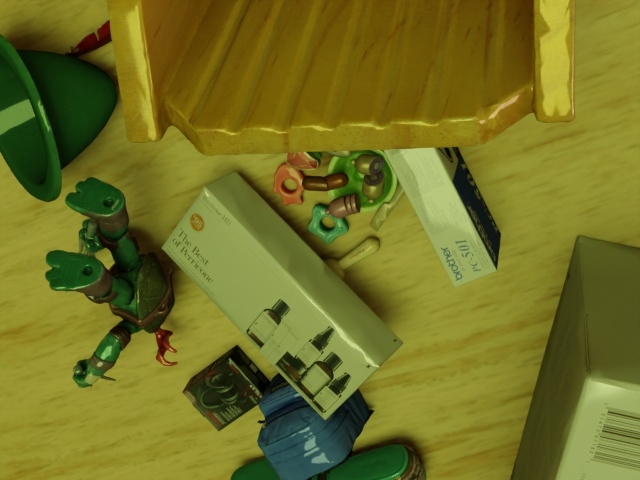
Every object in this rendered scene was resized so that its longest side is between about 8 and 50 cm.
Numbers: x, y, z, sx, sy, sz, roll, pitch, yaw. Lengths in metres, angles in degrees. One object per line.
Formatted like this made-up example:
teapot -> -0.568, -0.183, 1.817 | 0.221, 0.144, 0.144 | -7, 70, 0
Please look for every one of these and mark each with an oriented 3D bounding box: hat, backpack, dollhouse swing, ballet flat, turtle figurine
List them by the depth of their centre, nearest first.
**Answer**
dollhouse swing -> 0.015, -0.281, 0.750 | 0.346, 0.315, 0.305 | 0, 132, 13
hat -> -0.219, -0.151, 0.987 | 0.208, 0.183, 0.173 | -4, 109, 59
turtle figurine -> -0.206, 0.047, 1.003 | 0.118, 0.175, 0.234 | -8, 151, -2
backpack -> -0.017, 0.189, 1.025 | 0.098, 0.120, 0.101 | -33, 101, 23
ballet flat -> 0.010, 0.275, 1.086 | 0.221, 0.077, 0.079 | -13, 128, 17

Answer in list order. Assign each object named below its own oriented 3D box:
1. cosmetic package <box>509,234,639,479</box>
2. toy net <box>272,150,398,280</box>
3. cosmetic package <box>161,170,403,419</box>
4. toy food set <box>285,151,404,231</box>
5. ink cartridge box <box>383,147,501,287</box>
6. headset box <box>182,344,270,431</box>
cosmetic package -> 0.231, 0.223, 0.895 | 0.097, 0.284, 0.377 | 12, 114, 6
toy net -> 0.000, 0.000, 0.986 | 0.122, 0.045, 0.232 | 16, 114, 6
cosmetic package -> -0.041, 0.053, 0.971 | 0.239, 0.060, 0.099 | 45, 123, 8
toy food set -> 0.016, -0.060, 0.923 | 0.122, 0.019, 0.078 | 34, 114, 0
ink cartridge box -> 0.100, -0.069, 0.908 | 0.046, 0.097, 0.207 | -24, 104, 20
headset box -> -0.104, 0.164, 1.082 | 0.083, 0.032, 0.062 | -36, 100, 21
